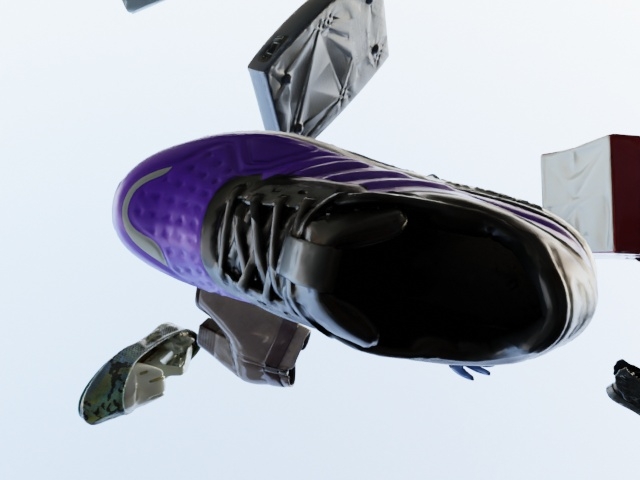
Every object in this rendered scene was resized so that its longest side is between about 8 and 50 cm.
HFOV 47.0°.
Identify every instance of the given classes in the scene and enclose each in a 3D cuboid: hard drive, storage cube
[{"bbox_3d":[0.002,-0.246,0.997,0.054,0.172,0.255,25,-120,28],"label":"hard drive"},{"bbox_3d":[0.501,-0.062,1.222,0.193,0.215,0.183,2,176,-19],"label":"storage cube"}]

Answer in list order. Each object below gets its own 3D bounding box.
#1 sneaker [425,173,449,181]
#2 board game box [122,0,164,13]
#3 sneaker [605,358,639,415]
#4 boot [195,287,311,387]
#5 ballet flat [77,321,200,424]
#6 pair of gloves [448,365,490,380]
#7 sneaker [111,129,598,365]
[{"bbox_3d":[0.286,-0.012,1.417,0.131,0.112,0.319,24,-150,-27],"label":"sneaker"},{"bbox_3d":[-0.028,-0.323,0.676,0.303,0.097,0.224,-15,-157,19],"label":"board game box"},{"bbox_3d":[0.617,0.288,1.401,0.170,0.089,0.051,25,-139,-8],"label":"sneaker"},{"bbox_3d":[-0.049,0.058,0.554,0.087,0.118,0.042,19,-144,14],"label":"boot"},{"bbox_3d":[-0.185,0.140,0.795,0.070,0.070,0.188,9,-157,14],"label":"ballet flat"},{"bbox_3d":[0.350,0.224,1.717,0.159,0.023,0.198,13,-109,33],"label":"pair of gloves"},{"bbox_3d":[0.000,-0.001,0.393,0.293,0.102,0.146,10,-170,16],"label":"sneaker"}]
